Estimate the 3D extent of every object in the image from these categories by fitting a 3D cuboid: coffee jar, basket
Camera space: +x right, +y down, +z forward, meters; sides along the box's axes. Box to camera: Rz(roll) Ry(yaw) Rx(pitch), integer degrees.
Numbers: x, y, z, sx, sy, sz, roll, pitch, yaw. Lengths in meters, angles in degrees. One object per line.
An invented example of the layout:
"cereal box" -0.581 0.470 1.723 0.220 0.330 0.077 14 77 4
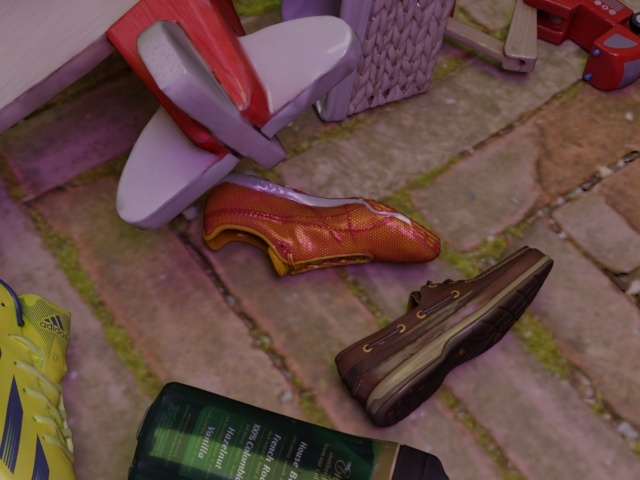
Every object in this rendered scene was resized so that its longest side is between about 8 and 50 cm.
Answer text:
"coffee jar" -0.017 0.150 0.678 0.184 0.096 0.079 13 57 8
"basket" 0.038 -0.195 0.898 0.103 0.167 0.113 -13 55 -18

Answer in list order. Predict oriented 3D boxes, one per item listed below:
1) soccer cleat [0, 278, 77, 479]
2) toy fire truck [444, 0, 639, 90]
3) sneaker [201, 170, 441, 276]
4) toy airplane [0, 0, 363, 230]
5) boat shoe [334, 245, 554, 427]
"soccer cleat" -0.200 0.088 0.721 0.121 0.093 0.289 -22 58 -25
"toy fire truck" 0.179 -0.183 0.968 0.135 0.047 0.192 -35 63 -24
"sneaker" 0.000 0.000 0.825 0.175 0.064 0.067 9 73 11
"toy airplane" -0.148 -0.202 0.765 0.384 0.272 0.386 1 61 37
"boat shoe" 0.086 0.052 0.777 0.178 0.064 0.060 -35 64 -22
